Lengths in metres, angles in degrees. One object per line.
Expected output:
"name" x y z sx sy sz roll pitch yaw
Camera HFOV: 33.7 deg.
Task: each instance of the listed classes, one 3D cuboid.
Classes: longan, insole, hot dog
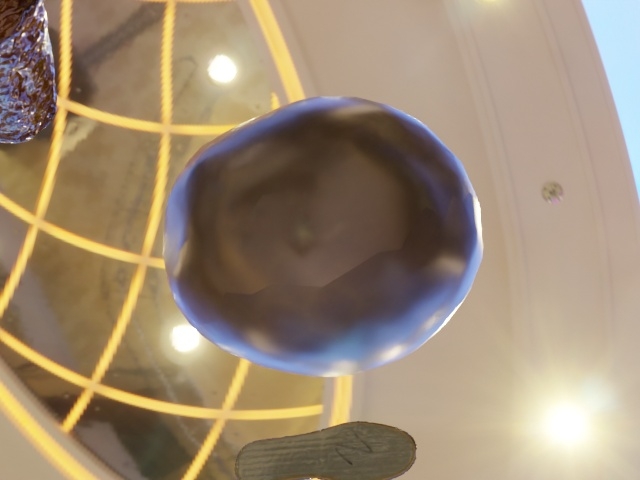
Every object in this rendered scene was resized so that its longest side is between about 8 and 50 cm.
"longan" 0.000 0.000 1.302 0.404 0.404 0.336 -14 -114 17
"insole" 0.002 0.206 1.005 0.188 0.004 0.064 -10 -121 21
"hot dog" -0.242 -0.141 0.815 0.065 0.147 0.099 16 -122 1
